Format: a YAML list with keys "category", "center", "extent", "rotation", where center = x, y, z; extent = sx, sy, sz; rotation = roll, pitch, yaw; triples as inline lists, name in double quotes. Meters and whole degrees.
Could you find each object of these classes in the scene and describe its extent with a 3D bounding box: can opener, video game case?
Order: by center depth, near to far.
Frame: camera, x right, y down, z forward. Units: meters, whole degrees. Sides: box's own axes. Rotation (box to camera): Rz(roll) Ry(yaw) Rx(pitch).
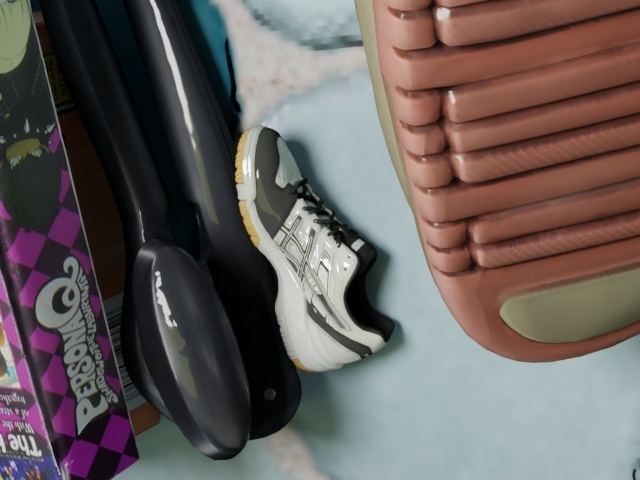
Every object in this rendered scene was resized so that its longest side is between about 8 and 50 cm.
- category: "can opener"
  center: [-0.048, -0.020, 0.591]
  extent: [0.073, 0.059, 0.186]
  rotation: [-24, 80, 66]
- category: "video game case"
  center: [-0.178, -0.022, 0.601]
  extent: [0.232, 0.042, 0.210]
  rotation: [0, 109, 36]

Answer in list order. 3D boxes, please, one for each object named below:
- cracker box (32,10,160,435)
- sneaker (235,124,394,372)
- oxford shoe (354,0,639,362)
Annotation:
- category: "cracker box"
  center: [-0.176, -0.004, 0.682]
  extent: [0.232, 0.067, 0.156]
  rotation: [3, 108, 35]
- category: "sneaker"
  center: [0.000, 0.000, 0.580]
  extent: [0.037, 0.032, 0.083]
  rotation: [-14, 102, 25]
- category: "oxford shoe"
  center: [0.052, -0.163, 0.442]
  extent: [0.146, 0.140, 0.397]
  rotation: [-138, 42, -57]
